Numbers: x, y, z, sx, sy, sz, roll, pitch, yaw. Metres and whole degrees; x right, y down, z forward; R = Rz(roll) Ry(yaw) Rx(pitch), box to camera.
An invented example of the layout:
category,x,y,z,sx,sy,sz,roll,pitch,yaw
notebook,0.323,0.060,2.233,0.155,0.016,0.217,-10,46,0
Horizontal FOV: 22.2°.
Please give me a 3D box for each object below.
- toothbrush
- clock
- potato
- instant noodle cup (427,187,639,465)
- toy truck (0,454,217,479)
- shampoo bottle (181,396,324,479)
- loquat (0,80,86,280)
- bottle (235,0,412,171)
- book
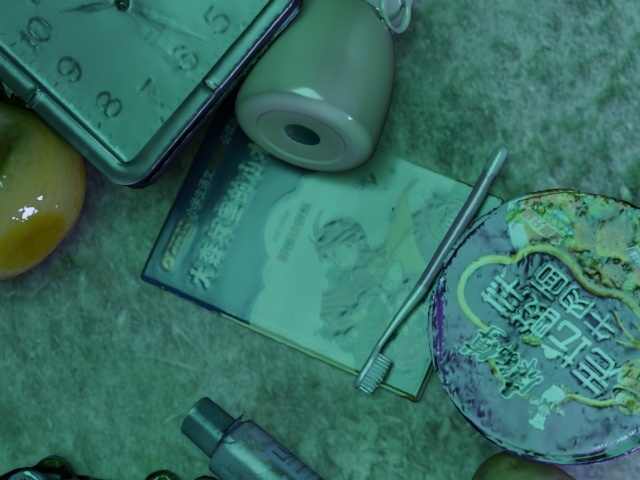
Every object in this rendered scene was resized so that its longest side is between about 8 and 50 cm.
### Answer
category,x,y,z,sx,sy,sz,roll,pitch,yaw
toothbrush,0.114,0.029,1.626,0.025,0.020,0.286,31,85,5
clock,-0.191,-0.230,1.595,0.279,0.049,0.273,43,97,9
potato,0.206,0.263,1.541,0.147,0.112,0.112,39,86,17
instant noodle cup,0.231,0.094,1.525,0.251,0.190,0.251,-2,77,8
toy truck,-0.193,0.298,1.595,0.257,0.108,0.140,7,93,7
shampoo bottle,-0.046,0.236,1.601,0.214,0.072,0.072,38,86,14
loquat,-0.342,-0.062,1.639,0.213,0.213,0.213,-2,78,8
bottle,0.015,-0.201,1.642,0.147,0.147,0.236,13,65,11
book,0.000,0.000,1.669,0.322,0.018,0.228,22,82,12
